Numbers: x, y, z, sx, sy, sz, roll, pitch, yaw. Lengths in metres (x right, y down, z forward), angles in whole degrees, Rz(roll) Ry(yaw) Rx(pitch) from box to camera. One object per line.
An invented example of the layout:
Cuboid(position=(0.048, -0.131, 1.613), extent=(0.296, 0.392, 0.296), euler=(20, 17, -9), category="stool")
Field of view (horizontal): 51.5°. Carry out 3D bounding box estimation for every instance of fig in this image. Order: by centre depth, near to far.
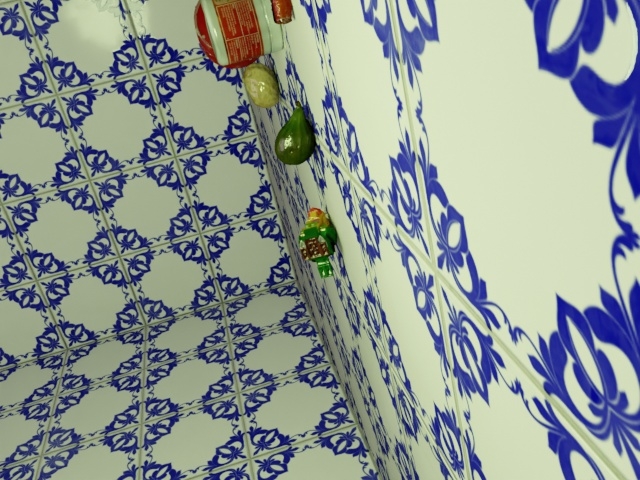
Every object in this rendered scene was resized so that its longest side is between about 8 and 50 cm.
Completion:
Cuboid(position=(-0.060, -0.283, 1.760), extent=(0.117, 0.117, 0.177), euler=(-112, 30, -41), category="fig")

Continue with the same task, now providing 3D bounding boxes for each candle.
Cuboid(position=(-0.095, -0.580, 1.536), extent=(0.048, 0.053, 0.162), euler=(-12, -89, -53), category="candle")

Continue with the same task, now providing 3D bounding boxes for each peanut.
Cuboid(position=(-0.197, -0.523, 2.238), extent=(0.159, 0.109, 0.140), euler=(62, -176, 2), category="peanut")

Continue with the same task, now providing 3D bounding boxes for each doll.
Cuboid(position=(-0.004, -0.005, 1.898), extent=(0.134, 0.106, 0.186), euler=(55, -154, -44), category="doll")

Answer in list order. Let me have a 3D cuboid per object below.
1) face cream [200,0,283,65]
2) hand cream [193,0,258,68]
Cuboid(position=(-0.220, -0.606, 1.847), extent=(0.201, 0.187, 0.201), euler=(164, 90, -84), category="face cream")
Cuboid(position=(-0.271, -0.650, 2.027), extent=(0.149, 0.230, 0.230), euler=(137, 116, -81), category="hand cream")
